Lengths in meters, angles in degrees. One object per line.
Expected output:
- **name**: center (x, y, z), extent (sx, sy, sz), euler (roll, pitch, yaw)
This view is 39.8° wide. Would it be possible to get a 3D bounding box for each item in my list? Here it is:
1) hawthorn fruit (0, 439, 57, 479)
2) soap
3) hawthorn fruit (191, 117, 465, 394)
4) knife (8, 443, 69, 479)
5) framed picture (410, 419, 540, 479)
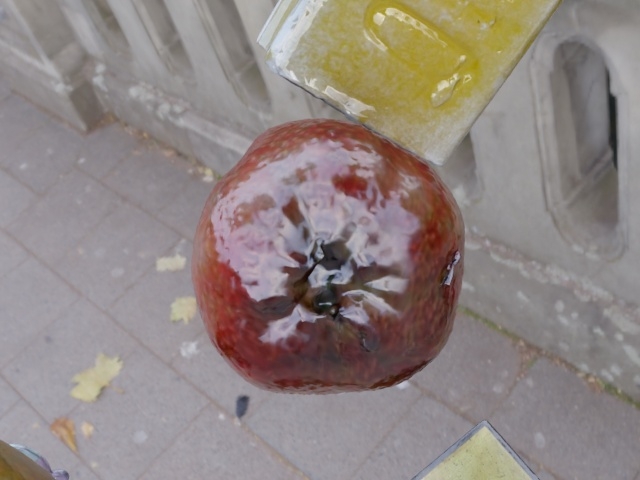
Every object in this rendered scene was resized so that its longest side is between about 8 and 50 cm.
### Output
- **hawthorn fruit**: center (-0.403, 0.369, 1.020), extent (0.267, 0.301, 0.268), euler (-15, 59, 26)
- **soap**: center (0.096, -0.209, 0.634), extent (0.274, 0.173, 0.089), euler (-57, 20, 19)
- **hawthorn fruit**: center (0.000, 0.000, 0.957), extent (0.284, 0.285, 0.369), euler (-22, 25, 0)
- **knife**: center (-0.539, 0.465, 1.383), extent (0.399, 0.132, 0.038), euler (-52, 21, 16)
- **framed picture**: center (0.232, 0.428, 1.109), extent (0.255, 0.014, 0.339), euler (-33, 68, -20)
